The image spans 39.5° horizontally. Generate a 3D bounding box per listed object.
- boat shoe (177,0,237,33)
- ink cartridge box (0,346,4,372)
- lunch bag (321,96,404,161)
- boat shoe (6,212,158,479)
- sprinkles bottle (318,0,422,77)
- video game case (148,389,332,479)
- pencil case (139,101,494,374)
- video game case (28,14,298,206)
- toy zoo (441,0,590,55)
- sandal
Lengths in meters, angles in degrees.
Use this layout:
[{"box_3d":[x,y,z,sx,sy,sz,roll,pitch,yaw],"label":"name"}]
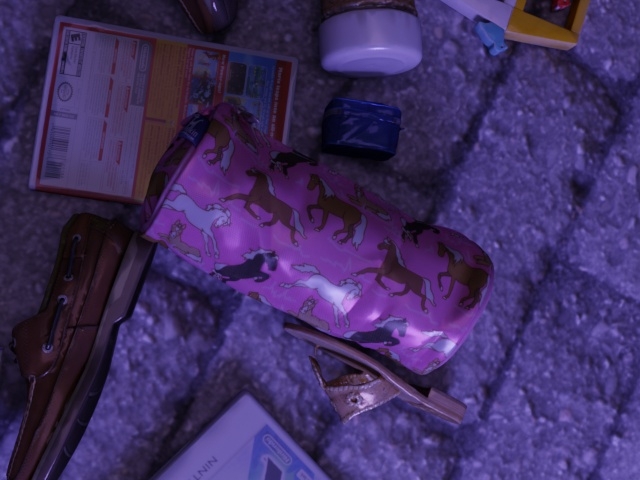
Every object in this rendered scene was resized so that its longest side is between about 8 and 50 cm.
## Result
[{"box_3d":[-0.203,-0.380,1.022,0.116,0.123,0.324,-24,100,21],"label":"boat shoe"},{"box_3d":[-0.425,0.204,0.879,0.206,0.045,0.208,10,82,-45],"label":"ink cartridge box"},{"box_3d":[0.052,-0.135,1.058,0.098,0.067,0.065,7,84,-11],"label":"lunch bag"},{"box_3d":[-0.279,0.119,0.962,0.104,0.111,0.307,21,72,-4],"label":"boat shoe"},{"box_3d":[0.051,-0.378,1.053,0.121,0.121,0.355,-2,85,-11],"label":"sprinkles bottle"},{"box_3d":[-0.082,0.389,1.002,0.300,0.036,0.329,-43,94,-11],"label":"video game case"},{"box_3d":[0.000,0.000,0.975,0.386,0.160,0.167,29,119,-14],"label":"pencil case"},{"box_3d":[-0.178,-0.137,1.037,0.285,0.025,0.204,8,83,-10],"label":"video game case"},{"box_3d":[0.265,-0.371,1.139,0.192,0.030,0.293,19,82,-9],"label":"toy zoo"},{"box_3d":[0.053,0.179,1.021,0.240,0.088,0.079,27,77,-13],"label":"sandal"}]
